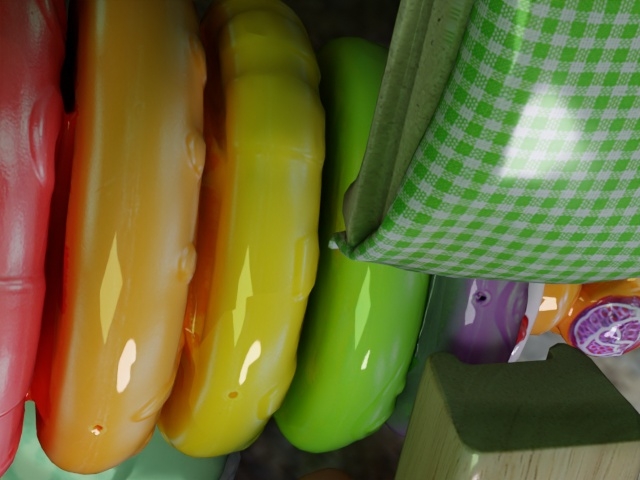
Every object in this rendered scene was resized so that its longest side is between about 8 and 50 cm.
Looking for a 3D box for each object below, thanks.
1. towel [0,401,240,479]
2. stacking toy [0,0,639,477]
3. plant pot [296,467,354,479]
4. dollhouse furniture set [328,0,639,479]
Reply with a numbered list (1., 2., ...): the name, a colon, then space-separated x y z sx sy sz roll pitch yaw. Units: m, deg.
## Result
1. towel: -0.223 0.122 0.725 0.321 0.090 0.374 27 124 2
2. stacking toy: 0.000 0.000 0.530 0.302 0.165 0.175 6 127 -13
3. plant pot: 0.007 0.209 0.596 0.188 0.205 0.205 40 126 14
4. dollhouse furniture set: 0.117 0.033 0.421 0.198 0.151 0.301 -2 125 -21
